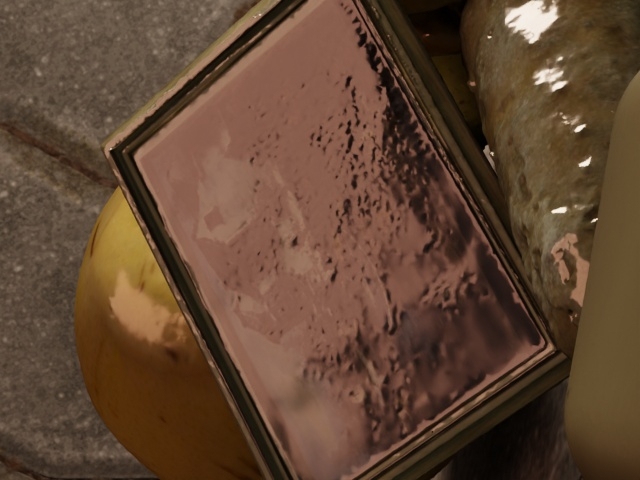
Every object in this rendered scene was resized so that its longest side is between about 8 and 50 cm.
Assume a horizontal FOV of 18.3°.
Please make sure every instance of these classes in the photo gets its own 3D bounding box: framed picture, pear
[{"bbox_3d":[0.000,0.000,1.144,0.232,0.019,0.296,-39,68,28],"label":"framed picture"},{"bbox_3d":[-0.023,0.046,1.356,0.309,0.309,0.309,-168,90,-80],"label":"pear"}]

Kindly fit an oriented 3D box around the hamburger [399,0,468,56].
[{"bbox_3d":[0.077,-0.253,1.240,0.319,0.158,0.318,-18,53,25],"label":"hamburger"}]

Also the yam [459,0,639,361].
[{"bbox_3d":[0.146,-0.050,1.047,0.330,0.133,0.133,-93,17,-51],"label":"yam"}]

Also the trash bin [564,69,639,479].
[{"bbox_3d":[0.184,0.010,0.785,0.247,0.121,0.243,166,115,-82],"label":"trash bin"}]

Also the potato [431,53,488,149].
[{"bbox_3d":[0.098,-0.156,1.400,0.228,0.149,0.197,-109,21,-67],"label":"potato"}]
